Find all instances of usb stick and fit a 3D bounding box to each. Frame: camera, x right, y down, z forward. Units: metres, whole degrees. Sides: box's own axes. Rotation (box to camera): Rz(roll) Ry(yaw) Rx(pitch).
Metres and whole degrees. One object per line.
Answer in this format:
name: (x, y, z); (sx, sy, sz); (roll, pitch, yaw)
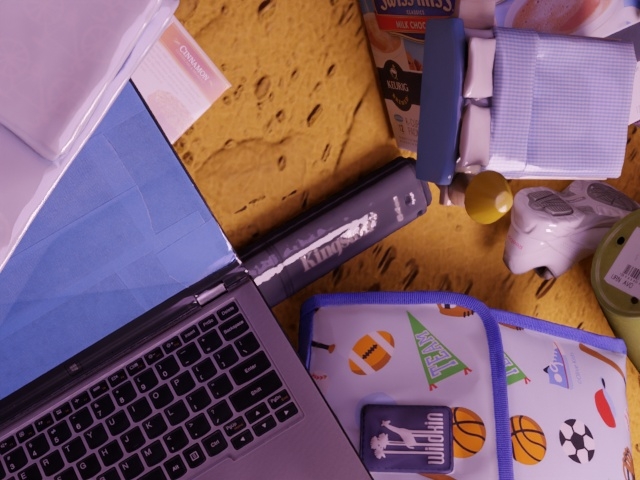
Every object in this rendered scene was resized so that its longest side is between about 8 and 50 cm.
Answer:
usb stick: (0.000, 0.000, 1.105); (0.278, 0.045, 0.077); (-31, 115, -18)

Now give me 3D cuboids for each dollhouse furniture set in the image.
dollhouse furniture set: (0.257, -0.157, 0.841); (0.286, 0.198, 0.304); (1, 100, -25)

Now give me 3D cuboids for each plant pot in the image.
plant pot: (0.458, 0.081, 1.216); (0.293, 0.274, 0.275); (29, 89, -37)

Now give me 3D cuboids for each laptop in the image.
laptop: (-0.222, 0.129, 0.876); (0.382, 0.408, 0.236); (-31, 154, -4)

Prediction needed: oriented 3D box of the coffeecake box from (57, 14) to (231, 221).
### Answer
coffeecake box: (-0.199, -0.136, 0.951); (0.185, 0.068, 0.142); (-46, 120, -10)

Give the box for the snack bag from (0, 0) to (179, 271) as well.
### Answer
snack bag: (-0.338, -0.148, 0.829); (0.323, 0.037, 0.343); (33, 87, -9)

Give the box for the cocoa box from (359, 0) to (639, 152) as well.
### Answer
cocoa box: (0.246, -0.246, 1.061); (0.347, 0.231, 0.228); (-25, 113, -20)

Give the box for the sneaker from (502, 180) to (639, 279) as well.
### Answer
sneaker: (0.303, -0.008, 1.253); (0.232, 0.090, 0.115); (-3, 129, -33)

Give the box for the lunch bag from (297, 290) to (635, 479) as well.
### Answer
lunch bag: (0.146, 0.241, 1.080); (0.385, 0.239, 0.328); (16, 60, -26)

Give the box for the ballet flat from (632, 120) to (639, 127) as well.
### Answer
ballet flat: (0.441, -0.238, 1.267); (0.079, 0.077, 0.222); (22, 98, -49)
